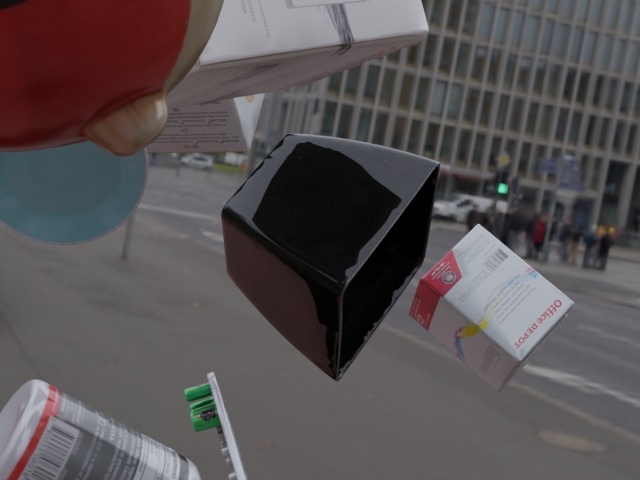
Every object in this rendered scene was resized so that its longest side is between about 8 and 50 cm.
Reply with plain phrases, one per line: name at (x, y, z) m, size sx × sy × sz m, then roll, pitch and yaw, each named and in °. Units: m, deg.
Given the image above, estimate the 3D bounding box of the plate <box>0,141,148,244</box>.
plate at (-0.282, -0.083, 1.153) m, size 0.188 × 0.188 × 0.024 m, roll 9°, pitch 23°, yaw -12°

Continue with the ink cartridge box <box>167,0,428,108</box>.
ink cartridge box at (-0.076, -0.193, 0.932) m, size 0.207 × 0.117 × 0.283 m, roll -12°, pitch 4°, yaw 45°

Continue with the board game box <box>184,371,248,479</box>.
board game box at (-0.093, 0.440, 1.463) m, size 0.050 × 0.390 × 0.390 m, roll -17°, pitch 52°, yaw -7°

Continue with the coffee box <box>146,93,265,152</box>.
coffee box at (-0.256, -0.342, 1.397) m, size 0.338 × 0.338 × 0.334 m, roll 0°, pitch -40°, yaw 14°

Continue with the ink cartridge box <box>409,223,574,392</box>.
ink cartridge box at (0.236, 0.097, 1.481) m, size 0.176 × 0.128 × 0.127 m, roll 42°, pitch -24°, yaw 17°

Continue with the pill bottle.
pill bottle at (-0.235, 0.287, 1.173) m, size 0.283 × 0.161 × 0.161 m, roll 33°, pitch -5°, yaw -20°

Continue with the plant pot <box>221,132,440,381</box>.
plant pot at (0.000, 0.000, 1.110) m, size 0.167 × 0.188 × 0.187 m, roll 27°, pitch -31°, yaw 17°

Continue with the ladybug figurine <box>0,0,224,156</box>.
ladybug figurine at (-0.223, -0.211, 0.448) m, size 0.449 × 0.305 × 0.162 m, roll 49°, pitch 31°, yaw -10°
